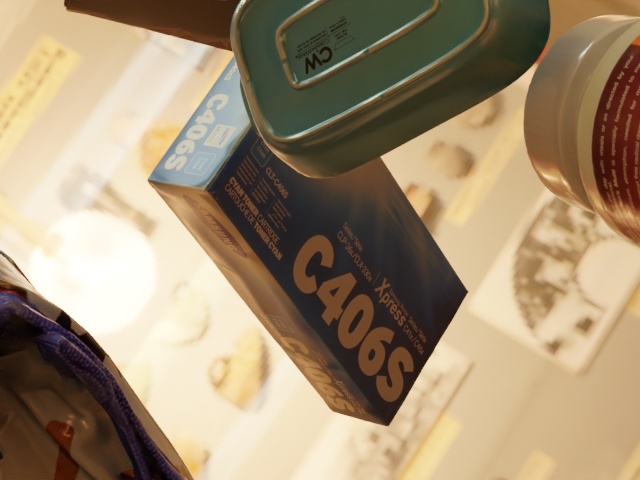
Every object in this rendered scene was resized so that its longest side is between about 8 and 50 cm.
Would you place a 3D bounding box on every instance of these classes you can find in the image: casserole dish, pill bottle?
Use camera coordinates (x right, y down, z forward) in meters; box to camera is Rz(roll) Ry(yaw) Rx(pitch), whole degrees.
[{"bbox_3d":[0.026,-0.106,0.825,0.188,0.114,0.037,-27,-17,31],"label":"casserole dish"},{"bbox_3d":[0.192,-0.043,0.757,0.121,0.221,0.121,-7,-75,-26],"label":"pill bottle"}]

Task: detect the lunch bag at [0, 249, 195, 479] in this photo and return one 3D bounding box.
[{"bbox_3d":[-0.205,0.149,0.845,0.239,0.328,0.385,-11,-67,-28],"label":"lunch bag"}]

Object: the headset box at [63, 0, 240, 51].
[{"bbox_3d":[-0.059,-0.286,1.056,0.246,0.131,0.283,135,145,-63],"label":"headset box"}]

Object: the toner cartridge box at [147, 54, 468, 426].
[{"bbox_3d":[0.000,0.000,1.497,0.165,0.075,0.348,-59,-45,-24],"label":"toner cartridge box"}]
